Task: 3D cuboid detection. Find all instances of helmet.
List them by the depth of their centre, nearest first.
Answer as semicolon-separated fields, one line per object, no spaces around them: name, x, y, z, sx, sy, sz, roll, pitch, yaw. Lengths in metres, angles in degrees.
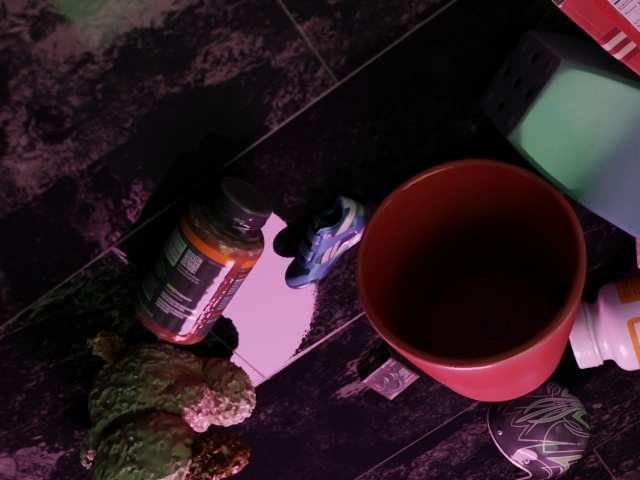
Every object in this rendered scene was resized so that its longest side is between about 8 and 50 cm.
helmet;0.355;0.308;1.296;0.169;0.169;0.162;-16;146;-7

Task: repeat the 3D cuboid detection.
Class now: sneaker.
sneaker;0.000;0.000;1.004;0.144;0.053;0.059;-46;128;7

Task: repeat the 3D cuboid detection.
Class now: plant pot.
plant pot;0.322;-0.142;0.944;0.234;0.166;0.166;22;117;-23
plant pot;0.204;0.073;1.005;0.274;0.275;0.243;-29;145;4

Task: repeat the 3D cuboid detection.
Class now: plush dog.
plush dog;-0.217;0.243;0.998;0.262;0.225;0.211;-26;130;1

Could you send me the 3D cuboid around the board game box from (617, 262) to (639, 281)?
board game box;0.544;0.091;1.279;0.133;0.033;0.169;-28;130;3

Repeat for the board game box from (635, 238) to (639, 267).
board game box;0.595;-0.038;1.019;0.290;0.232;0.141;-6;94;-3

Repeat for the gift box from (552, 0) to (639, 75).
gift box;0.287;-0.314;0.721;0.255;0.258;0.276;-39;147;24

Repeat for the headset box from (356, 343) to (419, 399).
headset box;0.106;0.203;1.209;0.062;0.032;0.083;-42;127;14

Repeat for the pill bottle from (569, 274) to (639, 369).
pill bottle;0.501;0.118;1.190;0.245;0.136;0.136;-16;133;19

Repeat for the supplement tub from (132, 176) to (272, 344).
supplement tub;-0.135;0.022;0.937;0.106;0.106;0.198;22;117;-32
